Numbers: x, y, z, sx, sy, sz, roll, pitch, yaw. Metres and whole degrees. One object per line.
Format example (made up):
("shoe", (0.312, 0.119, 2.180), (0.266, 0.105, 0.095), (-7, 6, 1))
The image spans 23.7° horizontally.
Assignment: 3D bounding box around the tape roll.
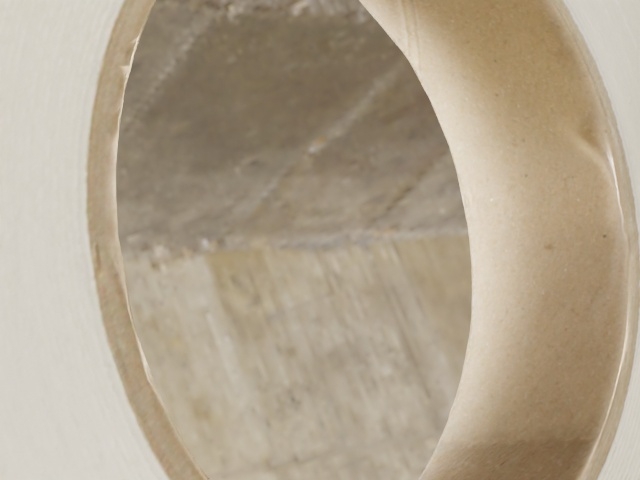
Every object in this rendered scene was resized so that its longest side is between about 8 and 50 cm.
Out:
("tape roll", (0.000, 0.000, 0.432), (0.392, 0.392, 0.072), (-1, 174, -44))
